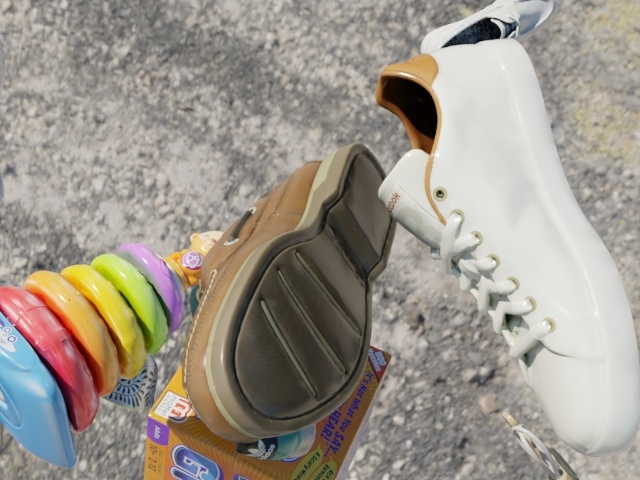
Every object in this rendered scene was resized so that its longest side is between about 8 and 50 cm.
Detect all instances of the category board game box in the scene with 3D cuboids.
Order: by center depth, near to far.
[{"bbox_3d":[-0.112,0.386,1.850,0.356,0.357,0.356,24,47,9],"label":"board game box"}]

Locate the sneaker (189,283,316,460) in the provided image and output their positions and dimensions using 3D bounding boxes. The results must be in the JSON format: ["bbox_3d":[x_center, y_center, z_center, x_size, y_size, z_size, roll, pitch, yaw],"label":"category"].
[{"bbox_3d":[-0.120,0.164,1.252,0.121,0.108,0.302,11,37,-49],"label":"sneaker"}]

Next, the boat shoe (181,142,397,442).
[{"bbox_3d":[-0.028,0.038,0.633,0.111,0.104,0.307,61,28,-15],"label":"boat shoe"}]

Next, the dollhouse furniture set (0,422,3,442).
[{"bbox_3d":[-0.427,0.171,0.983,0.181,0.101,0.161,-8,104,-36],"label":"dollhouse furniture set"}]

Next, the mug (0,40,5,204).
[{"bbox_3d":[-0.487,-0.169,1.010,0.374,0.276,0.328,57,12,5],"label":"mug"}]

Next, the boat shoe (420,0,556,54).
[{"bbox_3d":[0.215,-0.263,1.134,0.184,0.066,0.063,-18,22,-7],"label":"boat shoe"}]

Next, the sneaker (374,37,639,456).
[{"bbox_3d":[0.105,0.005,0.593,0.123,0.106,0.290,-9,65,-14],"label":"sneaker"}]

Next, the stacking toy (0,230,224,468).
[{"bbox_3d":[-0.202,0.069,0.943,0.301,0.166,0.175,-33,58,-31],"label":"stacking toy"}]

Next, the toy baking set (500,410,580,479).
[{"bbox_3d":[0.298,0.303,1.154,0.030,0.256,0.197,-41,86,-2],"label":"toy baking set"}]

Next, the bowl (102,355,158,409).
[{"bbox_3d":[-0.314,0.182,1.430,0.170,0.170,0.080,32,95,0],"label":"bowl"}]
